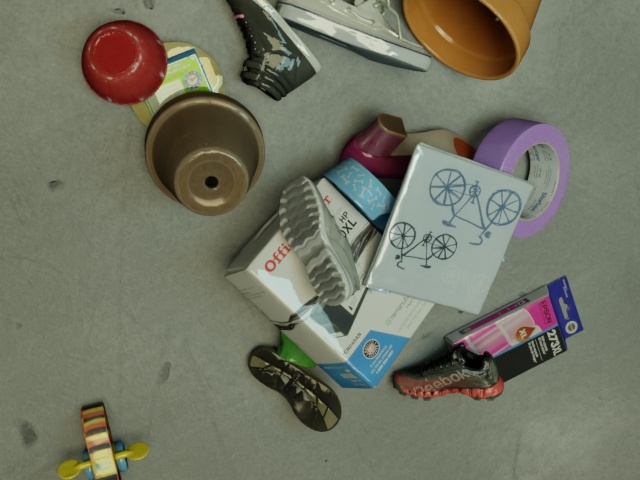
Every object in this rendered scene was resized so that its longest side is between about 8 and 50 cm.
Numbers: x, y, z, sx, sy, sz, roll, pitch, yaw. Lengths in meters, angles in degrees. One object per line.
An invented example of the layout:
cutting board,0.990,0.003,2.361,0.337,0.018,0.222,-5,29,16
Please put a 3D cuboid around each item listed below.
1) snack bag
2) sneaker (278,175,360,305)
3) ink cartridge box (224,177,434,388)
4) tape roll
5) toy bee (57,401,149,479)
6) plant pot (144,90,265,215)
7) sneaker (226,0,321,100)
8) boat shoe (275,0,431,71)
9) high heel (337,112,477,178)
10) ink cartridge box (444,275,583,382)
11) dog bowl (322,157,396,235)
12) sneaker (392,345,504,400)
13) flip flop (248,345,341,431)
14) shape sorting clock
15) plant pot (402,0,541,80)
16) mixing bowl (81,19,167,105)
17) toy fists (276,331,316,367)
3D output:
snack bag,0.285,-0.013,1.800,0.323,0.037,0.342,15,101,-24
sneaker,0.000,0.000,1.707,0.105,0.115,0.281,-23,83,28
ink cartridge box,0.028,0.099,1.833,0.395,0.166,0.285,44,67,-13
tape roll,0.475,-0.149,1.939,0.275,0.090,0.274,-15,114,-36
toy bee,-0.480,0.531,1.877,0.195,0.162,0.298,-34,109,-6
plant pot,-0.235,-0.158,1.711,0.263,0.229,0.262,-5,117,-10
sneaker,-0.142,-0.423,1.755,0.147,0.104,0.296,-48,114,-5
boat shoe,0.093,-0.497,1.796,0.367,0.136,0.156,19,95,-8
high heel,0.229,-0.183,1.942,0.377,0.127,0.181,20,137,-27
ink cartridge box,0.518,0.250,2.121,0.371,0.069,0.175,-26,109,-10
dog bowl,0.122,-0.080,1.847,0.074,0.166,0.297,-47,134,0
sneaker,0.312,0.324,2.025,0.276,0.097,0.135,-3,115,16
flip flop,-0.060,0.355,1.992,0.277,0.080,0.112,39,96,-5
shape sorting clock,-0.312,-0.327,1.769,0.206,0.040,0.206,-4,113,-9
plant pot,0.357,-0.524,1.785,0.291,0.291,0.203,43,74,-20
mixing bowl,-0.412,-0.376,1.675,0.182,0.098,0.181,0,89,-2
toy fists,0.033,0.242,1.975,0.279,0.096,0.142,21,103,-19
